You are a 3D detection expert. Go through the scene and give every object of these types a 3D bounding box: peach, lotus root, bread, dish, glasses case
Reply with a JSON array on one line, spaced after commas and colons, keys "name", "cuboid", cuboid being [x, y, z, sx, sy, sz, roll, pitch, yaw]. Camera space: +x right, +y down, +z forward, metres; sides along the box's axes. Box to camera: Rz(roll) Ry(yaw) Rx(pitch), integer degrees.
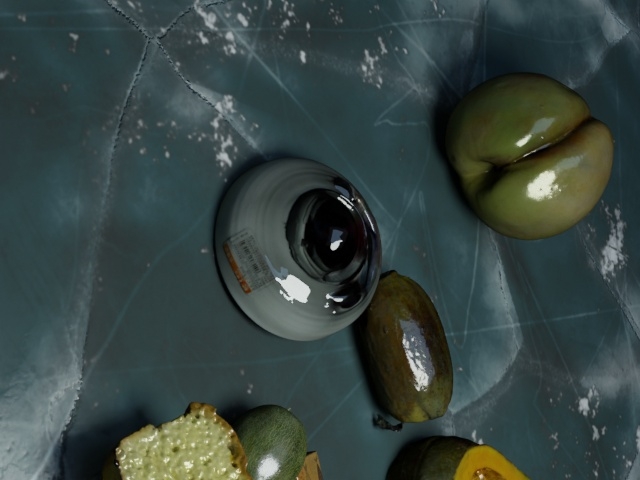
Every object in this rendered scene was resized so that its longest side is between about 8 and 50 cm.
[{"name": "peach", "cuboid": [0.354, -0.148, 2.071, 0.292, 0.247, 0.292, 22, 48, -26]}, {"name": "lotus root", "cuboid": [0.130, 0.165, 1.867, 0.124, 0.123, 0.241, -16, 92, -51]}, {"name": "bread", "cuboid": [-0.157, 0.389, 1.490, 0.194, 0.179, 0.340, -11, 65, -40]}, {"name": "dish", "cuboid": [0.000, 0.000, 1.740, 0.273, 0.134, 0.273, 10, 72, -34]}, {"name": "glasses case", "cuboid": [-0.018, 0.390, 1.734, 0.065, 0.041, 0.170, -13, 90, -56]}]

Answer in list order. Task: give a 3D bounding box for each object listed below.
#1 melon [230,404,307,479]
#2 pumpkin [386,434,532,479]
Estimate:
[{"name": "melon", "cuboid": [-0.081, 0.289, 1.642, 0.114, 0.114, 0.167, 51, 49, -24]}, {"name": "pumpkin", "cuboid": [0.237, 0.453, 1.905, 0.317, 0.139, 0.222, 45, 50, -31]}]
